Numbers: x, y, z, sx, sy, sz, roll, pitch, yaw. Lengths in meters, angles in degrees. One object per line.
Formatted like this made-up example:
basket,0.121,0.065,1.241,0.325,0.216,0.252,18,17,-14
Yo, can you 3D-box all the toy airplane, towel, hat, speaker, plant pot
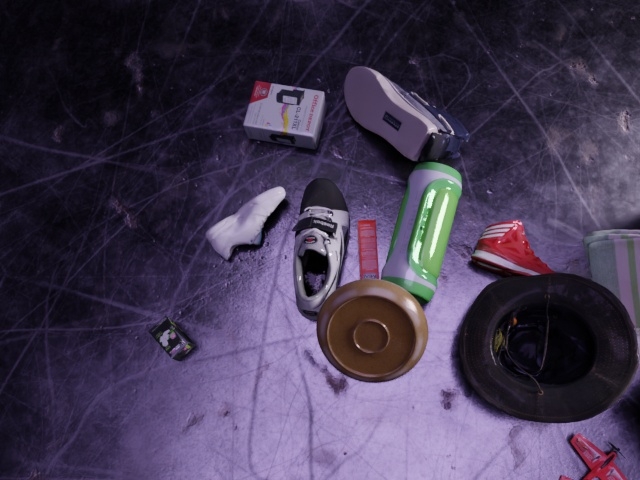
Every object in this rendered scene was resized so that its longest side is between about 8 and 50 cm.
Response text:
toy airplane,0.545,0.468,1.185,0.151,0.028,0.151,-2,72,5
towel,0.687,0.082,1.124,0.325,0.247,0.038,-1,35,37
hat,0.458,0.226,1.211,0.331,0.134,0.331,-10,62,19
speaker,0.222,-0.017,1.306,0.131,0.131,0.296,15,75,9
plant pot,0.106,0.196,1.238,0.236,0.032,0.236,2,105,8

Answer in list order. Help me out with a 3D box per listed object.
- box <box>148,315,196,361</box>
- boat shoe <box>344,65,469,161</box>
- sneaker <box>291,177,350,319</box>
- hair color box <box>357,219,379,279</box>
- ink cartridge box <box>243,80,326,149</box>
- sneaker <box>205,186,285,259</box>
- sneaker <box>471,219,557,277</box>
box,-0.327,0.218,1.312,0.052,0.062,0.083,-42,74,-10
boat shoe,0.200,-0.297,1.410,0.158,0.127,0.340,-4,44,-38
sneaker,0.000,0.000,1.312,0.123,0.146,0.330,0,72,6
hair color box,0.107,0.031,1.329,0.043,0.072,0.141,-2,74,4
ink cartridge box,-0.083,-0.305,1.445,0.175,0.072,0.127,10,74,8
sneaker,-0.156,-0.038,1.378,0.212,0.080,0.094,-36,86,1
sneaker,0.455,0.026,1.297,0.221,0.087,0.128,22,78,9
